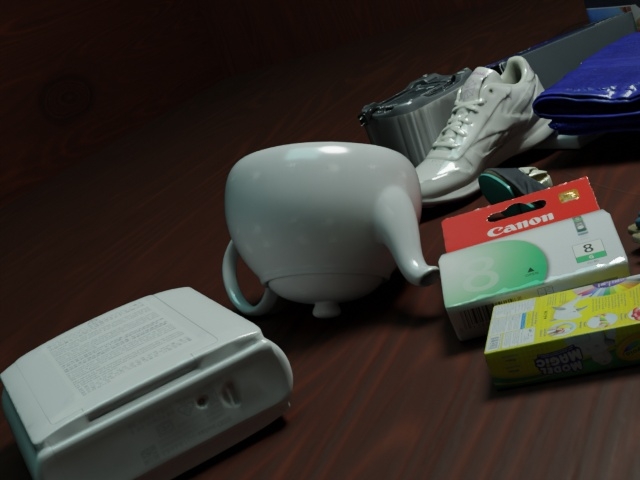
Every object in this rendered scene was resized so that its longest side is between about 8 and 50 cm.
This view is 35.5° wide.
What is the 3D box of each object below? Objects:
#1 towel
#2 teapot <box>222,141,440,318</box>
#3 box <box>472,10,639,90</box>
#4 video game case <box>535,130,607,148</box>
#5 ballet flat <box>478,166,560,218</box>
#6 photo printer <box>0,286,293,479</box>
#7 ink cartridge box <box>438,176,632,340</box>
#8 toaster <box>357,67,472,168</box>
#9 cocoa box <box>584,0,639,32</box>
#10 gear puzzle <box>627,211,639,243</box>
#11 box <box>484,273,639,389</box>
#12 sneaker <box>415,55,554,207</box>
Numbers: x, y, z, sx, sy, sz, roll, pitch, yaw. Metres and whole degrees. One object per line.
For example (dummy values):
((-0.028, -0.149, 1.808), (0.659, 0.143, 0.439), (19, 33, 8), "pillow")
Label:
((0.473, -0.229, 1.435), (0.227, 0.076, 0.308), (4, 28, 41), "towel")
((0.000, 0.000, 1.190), (0.252, 0.187, 0.256), (-1, -10, -1), "teapot")
((0.403, -0.298, 1.747), (0.261, 0.103, 0.184), (-23, 10, -12), "box")
((0.397, -0.189, 1.588), (0.183, 0.023, 0.201), (-28, 19, -26), "video game case")
((0.264, -0.050, 1.223), (0.074, 0.074, 0.203), (-22, 23, -8), "ballet flat")
((-0.197, 0.150, 1.043), (0.256, 0.107, 0.307), (-26, 17, -20), "photo printer")
((0.215, -0.001, 1.058), (0.181, 0.056, 0.225), (-16, 35, 12), "ink cartridge box")
((0.165, -0.169, 1.570), (0.227, 0.146, 0.129), (-32, 20, -37), "toaster")
((0.671, -0.457, 1.763), (0.347, 0.228, 0.231), (-24, 17, -14), "cocoa box")
((0.447, -0.021, 0.932), (0.175, 0.044, 0.339), (-18, 15, -18), "gear puzzle")
((0.242, 0.077, 0.895), (0.179, 0.043, 0.105), (-16, 17, 21), "box")
((0.213, -0.159, 1.461), (0.305, 0.152, 0.114), (-37, 24, -26), "sneaker")
